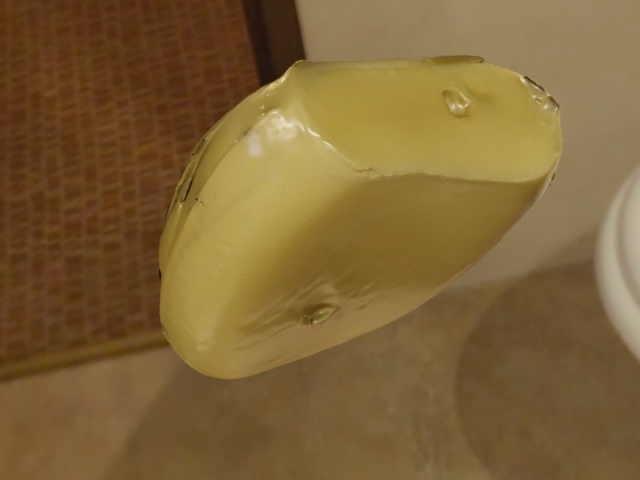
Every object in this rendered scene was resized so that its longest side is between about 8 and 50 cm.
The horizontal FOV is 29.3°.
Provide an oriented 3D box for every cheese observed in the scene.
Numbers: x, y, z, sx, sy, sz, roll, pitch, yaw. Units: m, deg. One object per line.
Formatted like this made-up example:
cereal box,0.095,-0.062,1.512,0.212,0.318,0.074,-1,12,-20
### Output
cheese,0.000,0.000,0.851,0.260,0.316,0.128,3,59,-34
